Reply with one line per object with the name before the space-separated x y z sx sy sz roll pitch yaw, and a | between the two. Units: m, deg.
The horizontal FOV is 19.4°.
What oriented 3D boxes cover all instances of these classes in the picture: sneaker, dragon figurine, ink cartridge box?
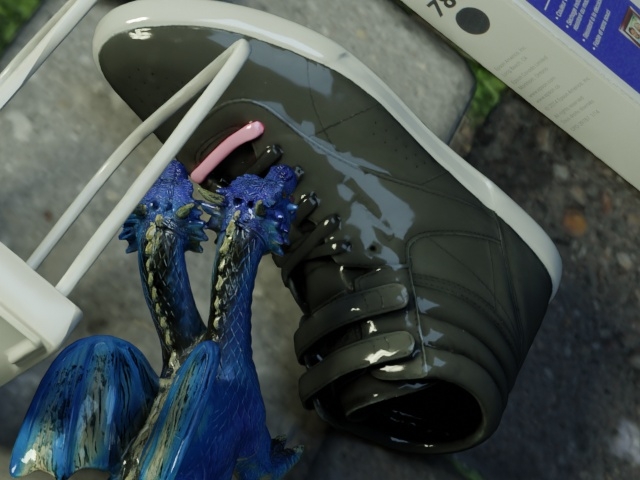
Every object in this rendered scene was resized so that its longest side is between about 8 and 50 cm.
sneaker | 0.000 0.000 0.943 0.295 0.104 0.147 35 45 -21
dragon figurine | -0.074 0.091 0.807 0.144 0.085 0.289 70 33 -41
ink cartridge box | 0.161 -0.159 1.176 0.332 0.065 0.165 38 50 -14

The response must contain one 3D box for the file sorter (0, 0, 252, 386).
file sorter | -0.194 -0.087 0.768 0.277 0.193 0.173 41 63 -10
